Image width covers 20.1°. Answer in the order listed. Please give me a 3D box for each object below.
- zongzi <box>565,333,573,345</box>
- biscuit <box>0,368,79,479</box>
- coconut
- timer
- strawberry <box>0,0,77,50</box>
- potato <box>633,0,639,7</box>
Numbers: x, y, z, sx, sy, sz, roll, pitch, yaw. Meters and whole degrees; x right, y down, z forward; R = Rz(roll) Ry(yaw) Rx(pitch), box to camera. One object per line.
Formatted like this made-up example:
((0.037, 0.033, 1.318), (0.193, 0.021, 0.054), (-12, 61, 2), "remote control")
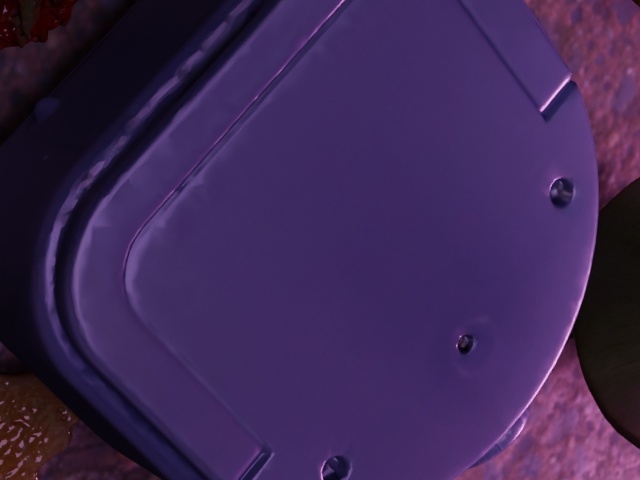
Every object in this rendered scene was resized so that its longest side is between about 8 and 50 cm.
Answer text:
((0.140, 0.083, 1.323), (0.076, 0.040, 0.083), (24, 98, -41), "zongzi")
((-0.252, 0.107, 1.069), (0.234, 0.030, 0.153), (19, 88, -34), "biscuit")
((0.278, 0.053, 1.288), (0.236, 0.204, 0.236), (-36, 162, -14), "coconut")
((0.000, 0.000, 1.127), (0.395, 0.173, 0.394), (-7, 102, -33), "timer")
((-0.192, -0.173, 1.020), (0.145, 0.086, 0.145), (-9, 106, -32), "strawberry")
((0.261, -0.247, 1.280), (0.150, 0.146, 0.234), (-33, 121, 10), "potato")
